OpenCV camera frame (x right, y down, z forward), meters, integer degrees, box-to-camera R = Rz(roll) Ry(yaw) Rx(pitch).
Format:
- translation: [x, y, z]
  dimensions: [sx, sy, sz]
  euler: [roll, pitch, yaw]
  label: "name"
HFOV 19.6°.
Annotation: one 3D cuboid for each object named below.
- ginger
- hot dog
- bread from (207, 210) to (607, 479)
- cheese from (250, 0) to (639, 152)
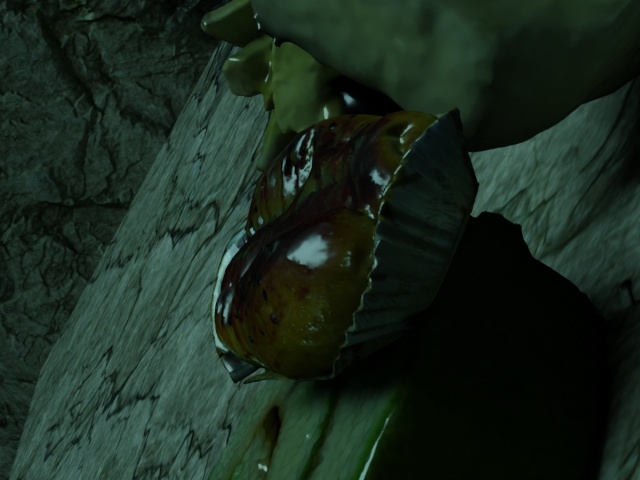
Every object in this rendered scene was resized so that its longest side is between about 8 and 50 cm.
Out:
- translation: [0.003, -0.256, 1.871]
  dimensions: [0.358, 0.211, 0.413]
  euler: [-66, 11, -21]
  label: "ginger"
- translation: [0.000, 0.000, 1.013]
  dimensions: [0.163, 0.082, 0.270]
  euler: [-62, 14, -13]
  label: "hot dog"
- translation: [0.020, 0.154, 1.076]
  dimensions: [0.382, 0.129, 0.366]
  euler: [-61, 11, 9]
  label: "bread"
- translation: [0.085, -0.206, 1.141]
  dimensions: [0.115, 0.318, 0.326]
  euler: [108, 165, -51]
  label: "cheese"
